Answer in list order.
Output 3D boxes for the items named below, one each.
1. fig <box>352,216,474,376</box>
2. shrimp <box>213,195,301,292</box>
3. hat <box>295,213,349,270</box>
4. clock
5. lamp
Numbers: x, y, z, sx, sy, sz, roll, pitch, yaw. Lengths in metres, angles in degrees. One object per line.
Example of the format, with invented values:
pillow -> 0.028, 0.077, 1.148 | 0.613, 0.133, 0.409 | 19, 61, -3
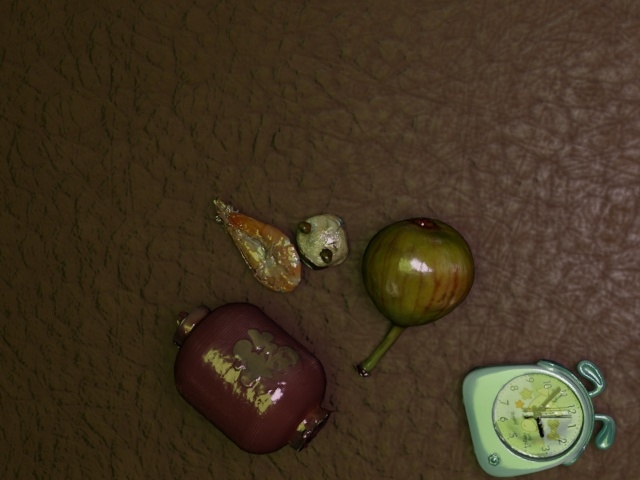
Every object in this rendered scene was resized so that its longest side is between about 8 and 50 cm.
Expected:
fig -> 0.122, 0.094, 1.122 | 0.151, 0.151, 0.259 | 17, 117, 16
shrimp -> -0.094, 0.001, 1.218 | 0.184, 0.043, 0.091 | 43, 124, 16
hat -> -0.001, 0.000, 1.186 | 0.076, 0.059, 0.077 | -19, 81, 11
clock -> 0.291, 0.233, 1.099 | 0.189, 0.060, 0.148 | -11, 87, 16
lamp -> -0.099, 0.188, 1.165 | 0.258, 0.180, 0.180 | 40, 101, 14
